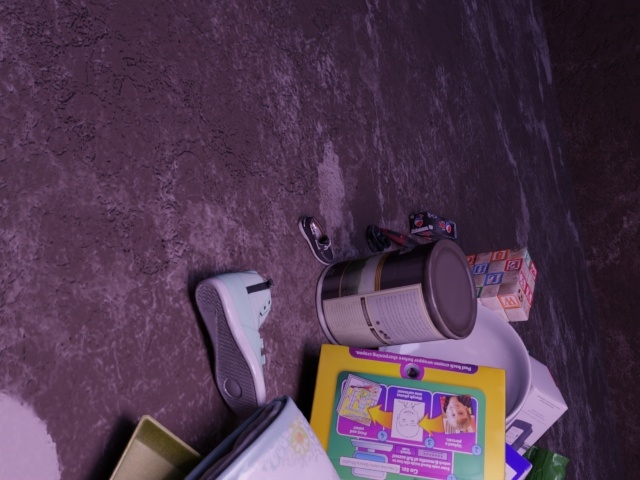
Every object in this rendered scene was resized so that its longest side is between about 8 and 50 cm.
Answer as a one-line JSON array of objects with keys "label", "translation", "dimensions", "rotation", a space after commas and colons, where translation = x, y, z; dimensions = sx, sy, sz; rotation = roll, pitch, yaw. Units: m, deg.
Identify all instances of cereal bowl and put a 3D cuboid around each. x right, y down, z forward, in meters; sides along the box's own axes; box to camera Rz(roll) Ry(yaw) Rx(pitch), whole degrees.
[{"label": "cereal bowl", "translation": [0.292, 0.302, 1.446], "dimensions": [0.141, 0.339, 0.339], "rotation": [90, 17, -49]}]

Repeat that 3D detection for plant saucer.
[{"label": "plant saucer", "translation": [-0.244, 0.378, 0.915], "dimensions": [0.188, 0.045, 0.188], "rotation": [50, 44, -31]}]

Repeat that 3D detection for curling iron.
[{"label": "curling iron", "translation": [0.204, 0.010, 1.639], "dimensions": [0.274, 0.035, 0.068], "rotation": [13, 73, -50]}]

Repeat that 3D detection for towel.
[{"label": "towel", "translation": [-0.092, 0.465, 0.941], "dimensions": [0.374, 0.090, 0.320], "rotation": [-36, 104, -43]}]

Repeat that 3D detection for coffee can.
[{"label": "coffee can", "translation": [0.158, 0.120, 1.337], "dimensions": [0.201, 0.275, 0.201], "rotation": [22, 62, -48]}]

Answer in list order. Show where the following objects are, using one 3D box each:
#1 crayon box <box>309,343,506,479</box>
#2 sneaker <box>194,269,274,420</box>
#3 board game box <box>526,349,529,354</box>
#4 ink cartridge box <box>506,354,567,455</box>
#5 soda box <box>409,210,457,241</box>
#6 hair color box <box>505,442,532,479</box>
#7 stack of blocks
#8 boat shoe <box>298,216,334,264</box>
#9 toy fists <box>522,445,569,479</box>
[{"label": "crayon box", "translation": [0.156, 0.380, 1.201], "dimensions": [0.106, 0.363, 0.313], "rotation": [91, 7, -63]}, {"label": "sneaker", "translation": [-0.116, 0.173, 1.112], "dimensions": [0.151, 0.094, 0.256], "rotation": [-20, 96, -57]}, {"label": "board game box", "translation": [0.528, 0.511, 1.790], "dimensions": [0.253, 0.079, 0.336], "rotation": [74, 29, -46]}, {"label": "ink cartridge box", "translation": [0.447, 0.405, 1.512], "dimensions": [0.100, 0.237, 0.172], "rotation": [32, 20, -8]}, {"label": "soda box", "translation": [0.315, -0.035, 1.779], "dimensions": [0.169, 0.060, 0.053], "rotation": [16, 66, -49]}, {"label": "hair color box", "translation": [0.322, 0.571, 1.363], "dimensions": [0.185, 0.110, 0.339], "rotation": [-35, 148, -25]}, {"label": "stack of blocks", "translation": [0.373, 0.124, 1.603], "dimensions": [0.087, 0.297, 0.171], "rotation": [58, 41, -27]}, {"label": "boat shoe", "translation": [0.000, 0.000, 1.367], "dimensions": [0.125, 0.038, 0.046], "rotation": [59, 40, -22]}, {"label": "toy fists", "translation": [0.613, 0.662, 1.811], "dimensions": [0.096, 0.279, 0.142], "rotation": [25, 79, -2]}]
